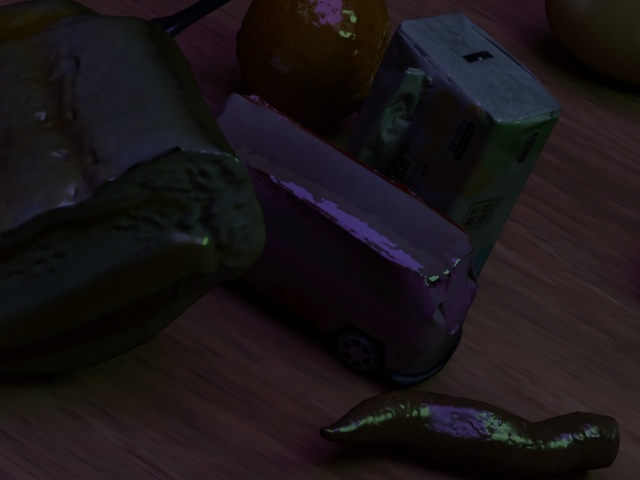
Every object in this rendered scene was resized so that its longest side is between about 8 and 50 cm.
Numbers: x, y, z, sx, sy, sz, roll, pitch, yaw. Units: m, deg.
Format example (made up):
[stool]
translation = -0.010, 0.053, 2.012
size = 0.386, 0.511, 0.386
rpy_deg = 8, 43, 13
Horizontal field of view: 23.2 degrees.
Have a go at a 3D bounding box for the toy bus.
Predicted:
[toy bus]
translation = 0.000, 0.000, 1.409
size = 0.303, 0.147, 0.127
rpy_deg = 31, 43, 12

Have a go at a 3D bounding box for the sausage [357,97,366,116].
[sausage]
translation = 0.070, -0.146, 1.646
size = 0.034, 0.034, 0.253
rpy_deg = 27, 15, 6

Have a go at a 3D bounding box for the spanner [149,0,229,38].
[spanner]
translation = -0.089, -0.265, 1.612
size = 0.024, 0.316, 0.087
rpy_deg = 56, 4, -24

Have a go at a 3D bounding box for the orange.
[orange]
translation = -0.006, -0.206, 1.626
size = 0.155, 0.177, 0.177
rpy_deg = 23, 37, -5

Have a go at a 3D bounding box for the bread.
[bread]
translation = -0.228, -0.046, 1.290
size = 0.300, 0.210, 0.341
rpy_deg = -23, 43, -10

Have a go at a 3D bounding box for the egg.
[egg]
translation = 0.396, -0.288, 1.923
size = 0.244, 0.201, 0.201
rpy_deg = -1, 41, -10

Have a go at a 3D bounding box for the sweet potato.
[sweet potato]
translation = 0.123, 0.166, 1.333
size = 0.281, 0.059, 0.067
rpy_deg = 9, 51, -18

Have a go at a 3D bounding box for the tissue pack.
[tissue pack]
translation = 0.093, -0.074, 1.470
size = 0.145, 0.229, 0.159
rpy_deg = -16, 52, -38
